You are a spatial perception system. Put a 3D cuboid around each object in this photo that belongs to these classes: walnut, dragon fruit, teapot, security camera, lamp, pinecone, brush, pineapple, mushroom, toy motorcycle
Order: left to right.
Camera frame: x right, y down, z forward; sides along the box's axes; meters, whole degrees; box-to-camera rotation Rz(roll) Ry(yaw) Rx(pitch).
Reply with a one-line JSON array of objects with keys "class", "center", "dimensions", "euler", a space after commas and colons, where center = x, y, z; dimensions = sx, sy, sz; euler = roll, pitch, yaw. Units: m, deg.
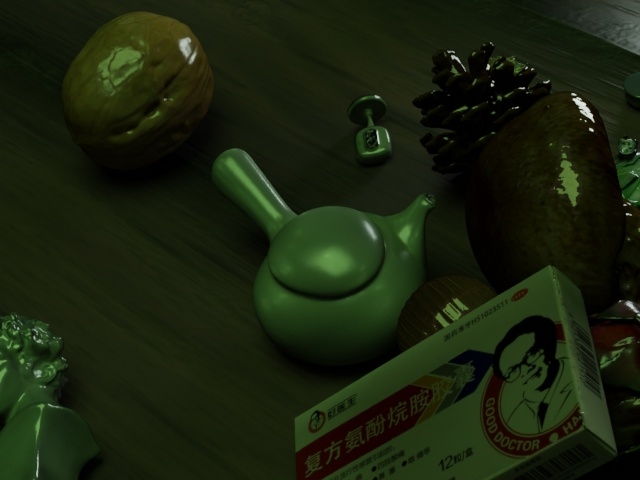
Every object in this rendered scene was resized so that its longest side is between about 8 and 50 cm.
[{"class": "walnut", "center": [-0.254, -0.203, 2.078], "dimensions": [0.195, 0.195, 0.222], "euler": [30, 70, 38]}, {"class": "teapot", "center": [-0.024, 0.024, 1.808], "dimensions": [0.318, 0.149, 0.220], "euler": [13, 49, 27]}, {"class": "security camera", "center": [0.069, -0.144, 2.029], "dimensions": [0.058, 0.058, 0.092], "euler": [-15, 51, 2]}, {"class": "lamp", "center": [0.149, 0.104, 1.682], "dimensions": [0.136, 0.136, 0.136], "euler": [-9, 44, 8]}, {"class": "pinecone", "center": [0.206, -0.149, 1.902], "dimensions": [0.185, 0.169, 0.212], "euler": [-28, 55, -32]}, {"class": "pineapple", "center": [0.243, -0.233, 2.084], "dimensions": [0.083, 0.019, 0.045], "euler": [-7, 47, 15]}, {"class": "mushroom", "center": [0.267, -0.010, 1.681], "dimensions": [0.195, 0.263, 0.283], "euler": [-27, 80, -7]}, {"class": "toy motorcycle", "center": [0.370, -0.061, 1.834], "dimensions": [0.190, 0.074, 0.106], "euler": [-16, 52, -1]}, {"class": "dragon fruit", "center": [0.320, 0.148, 1.550], "dimensions": [0.188, 0.182, 0.182], "euler": [-10, 33, -41]}, {"class": "brush", "center": [0.517, -0.236, 2.004], "dimensions": [0.266, 0.027, 0.062], "euler": [-23, 44, -13]}]

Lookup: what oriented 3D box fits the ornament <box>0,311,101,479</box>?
[{"class": "ornament", "center": [-0.329, 0.204, 1.747], "dimensions": [0.120, 0.130, 0.285], "euler": [-33, 51, 7]}]

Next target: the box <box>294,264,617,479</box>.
[{"class": "box", "center": [0.121, 0.196, 1.533], "dimensions": [0.353, 0.069, 0.214], "euler": [-32, 37, 25]}]
